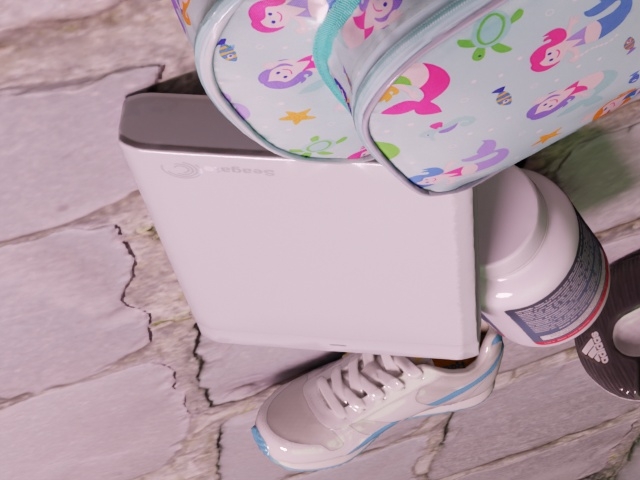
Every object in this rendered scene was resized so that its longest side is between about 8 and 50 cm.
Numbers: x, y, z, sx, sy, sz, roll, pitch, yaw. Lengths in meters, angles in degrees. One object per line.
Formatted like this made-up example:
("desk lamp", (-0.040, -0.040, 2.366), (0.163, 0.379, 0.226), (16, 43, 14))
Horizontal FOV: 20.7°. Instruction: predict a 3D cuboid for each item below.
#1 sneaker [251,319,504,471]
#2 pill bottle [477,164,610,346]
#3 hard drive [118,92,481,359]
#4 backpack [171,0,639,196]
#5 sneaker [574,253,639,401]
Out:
("sneaker", (0.047, 0.116, 1.456), (0.229, 0.087, 0.092), (-22, 149, -20))
("pill bottle", (0.142, 0.007, 1.277), (0.108, 0.108, 0.180), (-28, 155, 11))
("hard drive", (0.000, 0.000, 1.125), (0.203, 0.040, 0.307), (3, 157, 8))
("backpack", (0.054, -0.136, 0.839), (0.254, 0.191, 0.225), (-22, 157, 10))
("sneaker", (0.456, 0.036, 1.594), (0.448, 0.169, 0.257), (-19, 165, 10))
